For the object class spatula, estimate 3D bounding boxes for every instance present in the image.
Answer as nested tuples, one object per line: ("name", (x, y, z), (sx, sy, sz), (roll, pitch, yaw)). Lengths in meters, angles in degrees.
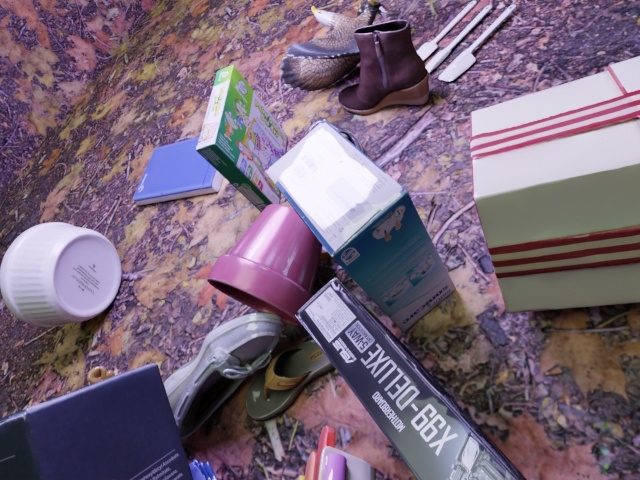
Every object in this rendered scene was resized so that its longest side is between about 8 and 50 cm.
("spatula", (0.337, -0.482, 0.993), (0.242, 0.019, 0.168), (-44, 43, -2))

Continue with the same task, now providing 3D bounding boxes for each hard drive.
("hard drive", (-0.412, -0.220, 1.255), (0.318, 0.040, 0.211), (-5, 59, 28))

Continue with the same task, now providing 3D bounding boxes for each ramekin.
("ramekin", (-0.636, 0.086, 1.058), (0.127, 0.273, 0.273), (-1, 60, 17))

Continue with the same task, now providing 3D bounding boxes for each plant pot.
("plant pot", (-0.084, 0.040, 0.785), (0.201, 0.201, 0.180), (12, 69, 35))

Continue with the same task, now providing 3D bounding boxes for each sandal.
("sandal", (-0.051, 0.233, 0.738), (0.219, 0.060, 0.090), (-35, 49, 7))

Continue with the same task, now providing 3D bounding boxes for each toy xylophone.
("toy xylophone", (-0.013, 0.390, 0.479), (0.236, 0.081, 0.323), (-83, 13, -59))

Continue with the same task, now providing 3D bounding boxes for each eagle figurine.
("eagle figurine", (0.047, -0.498, 1.038), (0.225, 0.226, 0.298), (34, 86, 34))

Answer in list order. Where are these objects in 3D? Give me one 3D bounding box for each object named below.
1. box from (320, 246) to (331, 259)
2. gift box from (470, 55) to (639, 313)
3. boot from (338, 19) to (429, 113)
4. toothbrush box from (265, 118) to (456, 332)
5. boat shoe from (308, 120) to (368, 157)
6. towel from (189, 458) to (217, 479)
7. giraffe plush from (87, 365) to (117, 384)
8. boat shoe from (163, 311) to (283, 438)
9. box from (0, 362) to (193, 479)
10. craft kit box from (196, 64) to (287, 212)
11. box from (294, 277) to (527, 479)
("box", (0.000, 0.000, 0.878), (0.136, 0.028, 0.081), (-16, 54, 24))
("gift box", (0.363, -0.059, 0.561), (0.257, 0.276, 0.255), (-12, 42, 29))
("boot", (0.116, -0.390, 0.937), (0.248, 0.207, 0.090), (8, 65, 34))
("toothbrush box", (0.074, -0.012, 0.665), (0.126, 0.295, 0.216), (-41, 50, 3))
("boat shoe", (0.043, -0.206, 0.939), (0.102, 0.092, 0.285), (-35, 49, 7))
("towel", (-0.221, 0.563, 0.645), (0.243, 0.040, 0.336), (-41, 49, 3))
("giraffe plush", (-0.417, 0.354, 0.818), (0.210, 0.182, 0.171), (12, 55, 17))
("boat shoe", (-0.175, 0.241, 0.751), (0.320, 0.118, 0.103), (-41, 54, 21))
("box", (-0.337, 0.416, 0.550), (0.293, 0.212, 0.396), (-23, 82, 18))
("craft kit box", (-0.170, -0.233, 0.982), (0.060, 0.250, 0.247), (-14, 56, 23))
("box", (0.124, 0.209, 0.529), (0.076, 0.242, 0.307), (-43, 50, -1))
